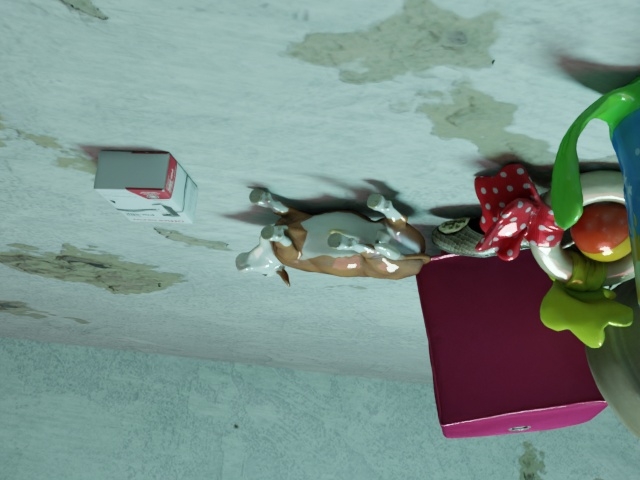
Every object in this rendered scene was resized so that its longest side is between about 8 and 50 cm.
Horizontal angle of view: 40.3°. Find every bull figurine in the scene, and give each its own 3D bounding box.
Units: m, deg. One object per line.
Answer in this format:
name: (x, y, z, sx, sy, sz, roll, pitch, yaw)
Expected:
bull figurine: (0.000, 0.000, 1.259, 0.310, 0.101, 0.188, -1, 161, 23)

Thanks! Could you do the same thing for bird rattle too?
bird rattle: (0.317, -0.011, 1.078, 0.207, 0.143, 0.253, -30, 108, 22)

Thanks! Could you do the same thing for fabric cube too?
fabric cube: (0.293, 0.160, 1.358, 0.254, 0.259, 0.258, -9, 162, 7)

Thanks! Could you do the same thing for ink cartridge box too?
ink cartridge box: (-0.232, -0.069, 1.180, 0.099, 0.056, 0.135, 2, 163, 10)

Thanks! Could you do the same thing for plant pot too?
plant pot: (0.511, 0.121, 1.109, 0.263, 0.263, 0.229, 12, 141, -21)

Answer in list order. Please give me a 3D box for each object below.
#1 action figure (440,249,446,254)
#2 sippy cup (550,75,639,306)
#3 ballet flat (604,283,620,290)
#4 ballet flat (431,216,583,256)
action figure: (0.226, 0.013, 1.360, 0.038, 0.030, 0.115, 13, 160, -15)
sippy cup: (0.386, -0.025, 0.809, 0.305, 0.224, 0.240, -2, 160, 29)
ballet flat: (0.479, 0.055, 1.397, 0.052, 0.057, 0.168, 31, 164, 13)
ballet flat: (0.274, -0.016, 1.195, 0.250, 0.084, 0.058, 2, 123, 22)
